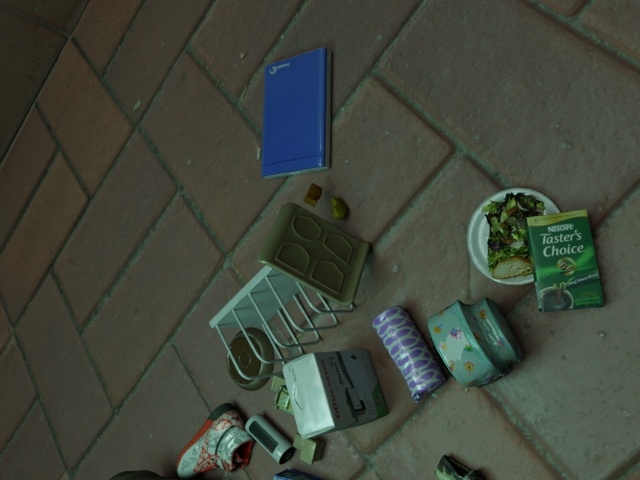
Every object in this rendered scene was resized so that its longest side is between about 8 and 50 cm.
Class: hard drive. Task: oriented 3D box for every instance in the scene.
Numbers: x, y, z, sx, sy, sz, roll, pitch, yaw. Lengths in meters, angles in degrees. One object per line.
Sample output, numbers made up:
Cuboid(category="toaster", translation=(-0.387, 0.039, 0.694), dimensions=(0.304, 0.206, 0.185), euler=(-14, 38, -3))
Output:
Cuboid(category="hard drive", translation=(-0.066, -0.336, 1.531), dimensions=(0.210, 0.040, 0.318), euler=(-5, 80, 35))

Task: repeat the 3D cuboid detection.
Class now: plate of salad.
Cuboid(category="plate of salad", translation=(0.388, -0.010, 1.150), dimensions=(0.200, 0.048, 0.200), euler=(-6, 79, 36))

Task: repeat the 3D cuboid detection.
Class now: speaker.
Cuboid(category="speaker", translation=(-0.127, 0.500, 1.438), dimensions=(0.136, 0.055, 0.055), euler=(33, 102, 34))

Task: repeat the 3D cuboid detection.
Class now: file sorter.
Cuboid(category="file sorter", translation=(-0.085, 0.182, 1.374), dimensions=(0.278, 0.193, 0.173), euler=(-45, 63, 22))

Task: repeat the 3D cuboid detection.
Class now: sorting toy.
Cuboid(category="sorting toy", translation=(0.000, 0.000, 1.330), dimensions=(0.229, 0.307, 0.041), euler=(26, 133, -5))

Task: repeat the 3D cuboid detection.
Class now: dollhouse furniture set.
Cuboid(category="dollhouse furniture set", translation=(-0.079, 0.433, 1.384), dimensions=(0.182, 0.101, 0.161), euler=(13, 91, 36))

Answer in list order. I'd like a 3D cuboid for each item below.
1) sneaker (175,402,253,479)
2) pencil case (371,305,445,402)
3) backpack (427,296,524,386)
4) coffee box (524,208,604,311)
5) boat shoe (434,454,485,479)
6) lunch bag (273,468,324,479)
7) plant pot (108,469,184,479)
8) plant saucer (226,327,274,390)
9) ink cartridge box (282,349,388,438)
Cuboid(category="sneaker", translation=(-0.282, 0.580, 1.516), dimensions=(0.145, 0.090, 0.270), euler=(43, 105, 35))
Cuboid(category="pencil case", translation=(0.189, 0.242, 1.237), dimensions=(0.206, 0.086, 0.088), euler=(64, 145, 26))
Cuboid(category="backpack", translation=(0.295, 0.194, 1.098), dimensions=(0.144, 0.188, 0.166), euler=(-35, 63, 27))
Cuboid(category="coffee box", translation=(0.456, 0.039, 1.072), dimensions=(0.113, 0.040, 0.184), euler=(-7, 80, 13))
Cuboid(category="boat shoe", translation=(0.299, 0.480, 1.133), dimensions=(0.152, 0.056, 0.049), euler=(17, 98, 36))
Cuboid(category="lunch bag", translation=(-0.040, 0.624, 1.338), dimensions=(0.151, 0.096, 0.129), euler=(6, 84, 22))
Cuboid(category="plant pot", translation=(-0.385, 0.745, 1.459), dimensions=(0.280, 0.323, 0.323), euler=(-15, 74, 17))
Cuboid(category="plant saucer", translation=(-0.197, 0.319, 1.533), dimensions=(0.168, 0.029, 0.168), euler=(-6, 79, 34))
Cuboid(category="ink cartridge box", translation=(0.036, 0.329, 1.244), dimensions=(0.092, 0.219, 0.160), euler=(-30, 67, 29))
